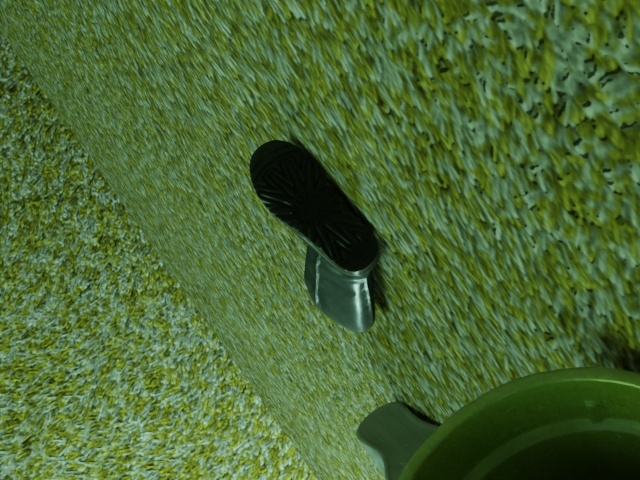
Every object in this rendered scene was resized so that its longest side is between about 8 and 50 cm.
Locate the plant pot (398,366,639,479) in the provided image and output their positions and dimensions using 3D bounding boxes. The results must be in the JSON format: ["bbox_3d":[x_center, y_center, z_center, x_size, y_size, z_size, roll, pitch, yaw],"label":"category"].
[{"bbox_3d":[0.212,0.271,0.883,0.276,0.276,0.254,42,173,41],"label":"plant pot"}]

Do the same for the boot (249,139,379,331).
[{"bbox_3d":[-0.002,0.001,1.312,0.189,0.076,0.208,53,174,14],"label":"boot"}]

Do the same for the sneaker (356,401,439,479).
[{"bbox_3d":[0.151,0.318,1.511,0.169,0.108,0.292,56,177,-17],"label":"sneaker"}]
